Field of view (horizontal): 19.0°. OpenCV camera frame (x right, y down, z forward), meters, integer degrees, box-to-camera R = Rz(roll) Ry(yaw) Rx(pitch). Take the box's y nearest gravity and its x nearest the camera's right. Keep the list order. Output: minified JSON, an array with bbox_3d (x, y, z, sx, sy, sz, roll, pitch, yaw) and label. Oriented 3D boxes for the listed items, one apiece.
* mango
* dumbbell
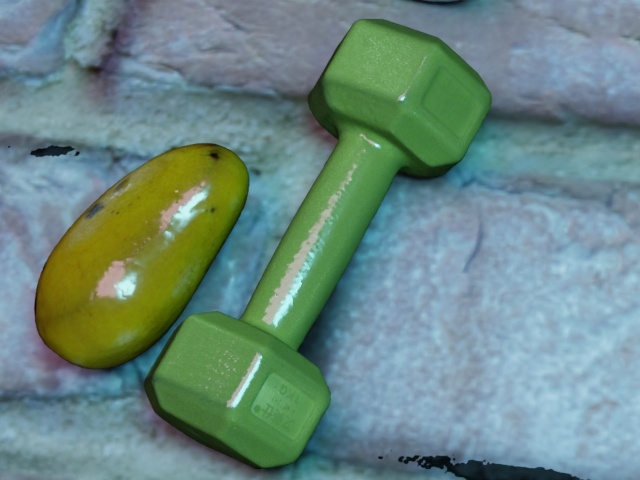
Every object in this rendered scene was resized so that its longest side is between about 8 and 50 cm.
[{"bbox_3d":[-0.122,0.008,1.288,0.178,0.090,0.115,-56,28,-13],"label":"mango"},{"bbox_3d":[0.000,0.000,1.243,0.108,0.121,0.302,9,65,53],"label":"dumbbell"}]
